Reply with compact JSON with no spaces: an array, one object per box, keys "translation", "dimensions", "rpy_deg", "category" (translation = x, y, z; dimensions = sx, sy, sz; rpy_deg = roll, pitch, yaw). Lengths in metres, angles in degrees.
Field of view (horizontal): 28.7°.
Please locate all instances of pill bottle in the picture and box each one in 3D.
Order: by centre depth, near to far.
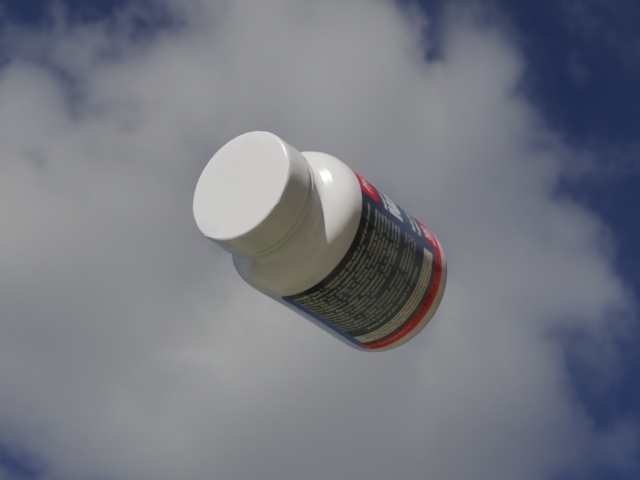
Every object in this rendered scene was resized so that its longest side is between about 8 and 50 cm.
[{"translation":[0.000,0.000,0.872],"dimensions":[0.108,0.108,0.180],"rpy_deg":[-26,-38,25],"category":"pill bottle"}]
